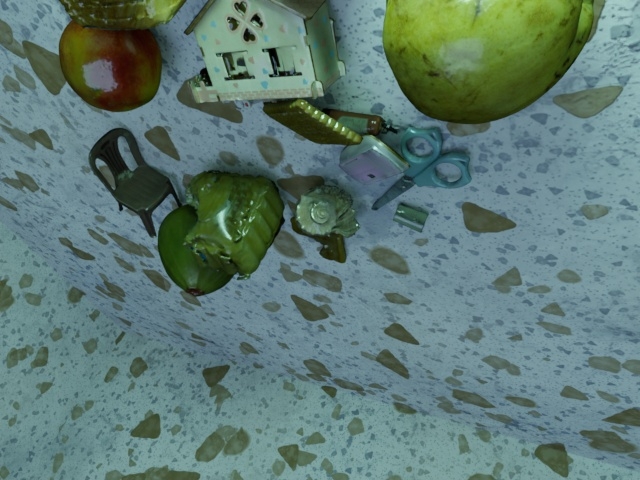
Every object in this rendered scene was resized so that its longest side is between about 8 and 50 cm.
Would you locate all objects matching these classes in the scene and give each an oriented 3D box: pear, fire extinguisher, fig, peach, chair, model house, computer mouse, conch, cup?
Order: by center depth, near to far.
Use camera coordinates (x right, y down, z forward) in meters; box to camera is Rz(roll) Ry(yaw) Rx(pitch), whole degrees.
[{"bbox_3d":[0.245,-0.328,0.758,0.304,0.304,0.304,18,147,12],"label":"pear"},{"bbox_3d":[-0.129,-0.416,1.004,0.326,0.169,0.244,4,135,22],"label":"model house"},{"bbox_3d":[0.087,-0.267,1.162,0.177,0.050,0.062,14,172,19],"label":"fire extinguisher"},{"bbox_3d":[-0.485,-0.415,1.184,0.231,0.231,0.231,18,147,12],"label":"peach"},{"bbox_3d":[0.124,-0.189,1.203,0.126,0.056,0.245,36,167,-13],"label":"computer mouse"},{"bbox_3d":[0.236,-0.055,1.344,0.083,0.075,0.054,22,126,10],"label":"cup"},{"bbox_3d":[0.019,-0.068,1.407,0.178,0.163,0.245,45,176,-2],"label":"conch"},{"bbox_3d":[-0.587,-0.184,1.629,0.183,0.176,0.326,30,155,10],"label":"chair"},{"bbox_3d":[-0.398,0.040,1.686,0.316,0.316,0.316,18,147,12],"label":"fig"}]

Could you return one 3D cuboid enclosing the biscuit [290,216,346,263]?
[{"bbox_3d":[0.000,0.000,1.615,0.174,0.039,0.183,10,144,21],"label":"biscuit"}]

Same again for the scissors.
[{"bbox_3d":[0.219,-0.150,1.264,0.191,0.029,0.360,37,150,-8],"label":"scissors"}]

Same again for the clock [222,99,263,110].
[{"bbox_3d":[-0.190,-0.351,1.201,0.129,0.087,0.041,18,148,26],"label":"clock"}]

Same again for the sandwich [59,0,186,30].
[{"bbox_3d":[-0.322,-0.487,0.937,0.226,0.251,0.087,7,145,23],"label":"sandwich"}]

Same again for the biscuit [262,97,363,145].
[{"bbox_3d":[-0.028,-0.261,1.137,0.172,0.029,0.254,26,-179,-26],"label":"biscuit"}]

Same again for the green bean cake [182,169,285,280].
[{"bbox_3d":[-0.285,-0.067,1.459,0.285,0.310,0.202,8,146,22],"label":"green bean cake"}]
